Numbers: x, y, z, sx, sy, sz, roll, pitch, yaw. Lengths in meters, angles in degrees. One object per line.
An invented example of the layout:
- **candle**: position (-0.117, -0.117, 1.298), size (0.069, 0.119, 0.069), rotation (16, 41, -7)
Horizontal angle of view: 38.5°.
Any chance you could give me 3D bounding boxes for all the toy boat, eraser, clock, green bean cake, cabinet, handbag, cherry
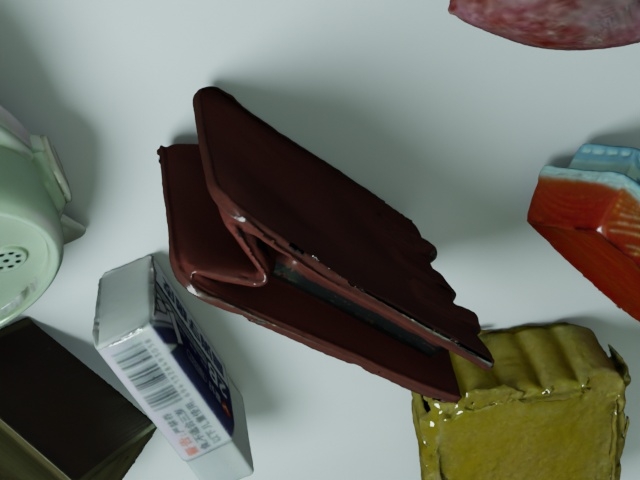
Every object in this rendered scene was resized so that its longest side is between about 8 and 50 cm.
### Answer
- **toy boat**: position (0.364, 0.013, 0.931), size (0.332, 0.145, 0.133), rotation (37, 79, -28)
- **eraser**: position (-0.138, 0.130, 0.894), size (0.068, 0.124, 0.210), rotation (-26, 122, 3)
- **clock**: position (-0.328, -0.003, 0.723), size (0.265, 0.108, 0.324), rotation (-35, 154, 13)
- **green bean cake**: position (0.215, 0.210, 1.011), size (0.230, 0.131, 0.223), rotation (-9, 119, -3)
- **cabinet**: position (-0.294, 0.202, 0.815), size (0.175, 0.215, 0.148), rotation (37, 110, 8)
- **handbag**: position (-0.001, 0.001, 0.770), size (0.276, 0.260, 0.084), rotation (29, 108, -26)
- **cherry**: position (0.212, -0.242, 0.719), size (0.250, 0.175, 0.192), rotation (-30, 137, 9)
